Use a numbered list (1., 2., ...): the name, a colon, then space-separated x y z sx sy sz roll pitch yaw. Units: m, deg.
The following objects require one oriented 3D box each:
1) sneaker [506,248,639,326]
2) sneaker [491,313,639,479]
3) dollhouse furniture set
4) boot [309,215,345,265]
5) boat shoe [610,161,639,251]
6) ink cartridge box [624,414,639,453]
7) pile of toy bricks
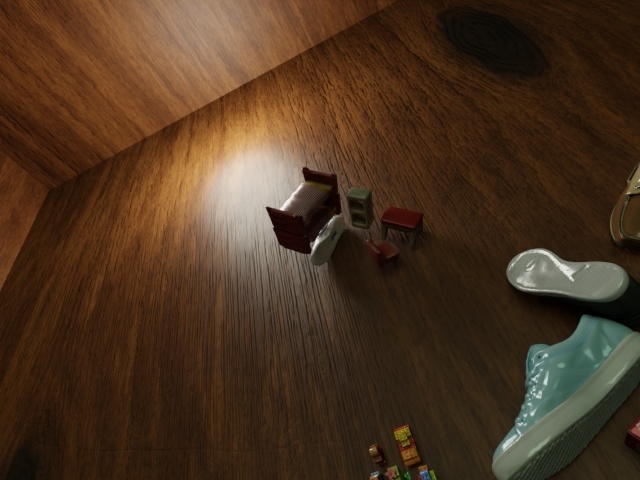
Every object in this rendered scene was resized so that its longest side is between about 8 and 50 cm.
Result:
1. sneaker: 0.518 0.099 0.860 0.105 0.146 0.296 -60 15 -4
2. sneaker: 0.413 0.272 0.749 0.366 0.135 0.150 -34 34 -14
3. dollhouse furniture set: 0.069 -0.058 1.152 0.374 0.152 0.201 15 51 27
4. boot: 0.000 0.000 1.283 0.086 0.069 0.190 2 44 38
5. boat shoe: 0.725 -0.125 0.913 0.122 0.120 0.324 18 63 41
6. ink cartridge box: 0.586 0.314 0.632 0.127 0.072 0.175 -42 43 -10
7. pile of toy bricks: 0.147 0.440 0.758 0.118 0.105 0.212 -26 43 8
